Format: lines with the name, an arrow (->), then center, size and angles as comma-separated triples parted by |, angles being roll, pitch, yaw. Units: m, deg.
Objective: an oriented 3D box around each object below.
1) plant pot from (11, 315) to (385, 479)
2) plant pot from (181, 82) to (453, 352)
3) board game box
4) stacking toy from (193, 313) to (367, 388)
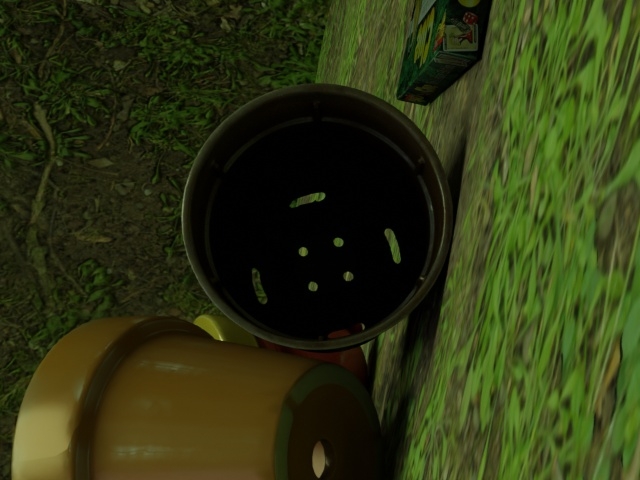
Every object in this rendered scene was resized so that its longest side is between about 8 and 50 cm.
plant pot -> -0.068, 0.150, 1.174 | 0.205, 0.188, 0.205 | 11, -103, -55
plant pot -> 0.000, 0.000, 1.151 | 0.165, 0.167, 0.167 | 82, -162, -78
board game box -> 0.090, -0.175, 1.219 | 0.259, 0.030, 0.136 | 145, 133, -85
stacking toy -> -0.011, 0.231, 1.404 | 0.279, 0.130, 0.309 | -121, 30, -43
